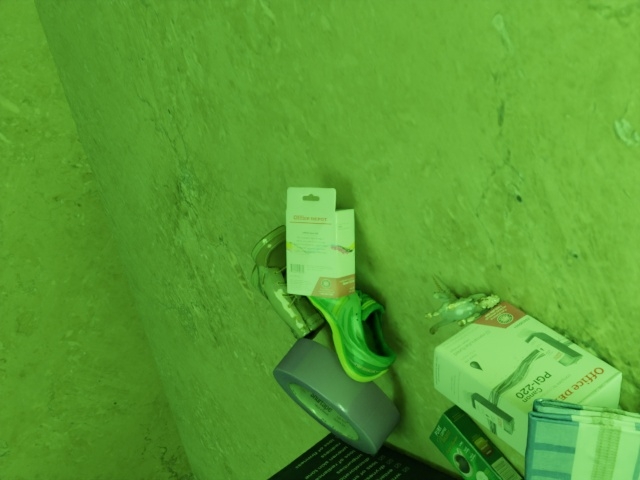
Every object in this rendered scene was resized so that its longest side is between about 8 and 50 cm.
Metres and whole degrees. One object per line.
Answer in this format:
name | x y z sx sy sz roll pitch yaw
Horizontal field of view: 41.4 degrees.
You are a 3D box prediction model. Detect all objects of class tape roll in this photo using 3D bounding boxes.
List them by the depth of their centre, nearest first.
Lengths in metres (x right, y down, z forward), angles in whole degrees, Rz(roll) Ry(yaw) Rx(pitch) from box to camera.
tape roll | 0.032 0.327 1.777 0.274 0.090 0.275 36 160 15

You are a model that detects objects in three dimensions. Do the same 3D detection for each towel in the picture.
towel | 0.400 0.286 1.062 0.284 0.034 0.209 3 128 14

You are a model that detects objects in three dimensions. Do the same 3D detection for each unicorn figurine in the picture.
unicorn figurine | 0.213 0.105 1.337 0.161 0.111 0.060 3 109 44

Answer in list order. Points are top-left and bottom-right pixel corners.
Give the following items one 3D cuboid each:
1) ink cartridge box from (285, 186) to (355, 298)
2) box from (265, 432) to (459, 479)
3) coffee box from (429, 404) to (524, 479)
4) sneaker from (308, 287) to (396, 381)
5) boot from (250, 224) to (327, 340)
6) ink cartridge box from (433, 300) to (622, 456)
ink cartridge box | 0.000 0.000 1.553 0.115 0.067 0.198 4 99 34
box | 0.044 0.683 1.767 0.471 0.479 0.298 5 121 60
coffee box | 0.284 0.398 1.552 0.184 0.040 0.113 47 150 26
sneaker | 0.061 0.123 1.636 0.123 0.109 0.296 -30 85 38
boot | -0.061 0.100 1.806 0.203 0.095 0.262 52 154 19
ink cartridge box | 0.291 0.201 1.209 0.218 0.158 0.092 36 144 40
